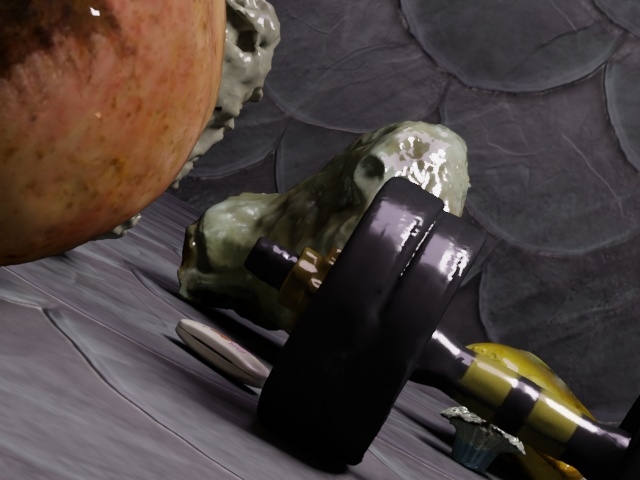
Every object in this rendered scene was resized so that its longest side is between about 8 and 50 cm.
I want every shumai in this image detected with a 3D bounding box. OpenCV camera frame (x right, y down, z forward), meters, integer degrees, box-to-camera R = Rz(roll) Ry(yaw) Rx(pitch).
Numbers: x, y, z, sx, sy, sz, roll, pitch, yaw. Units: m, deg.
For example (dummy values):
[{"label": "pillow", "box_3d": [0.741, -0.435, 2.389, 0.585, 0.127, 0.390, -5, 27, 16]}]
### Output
[{"label": "shumai", "box_3d": [0.000, 0.000, 1.398, 0.222, 0.260, 0.225, 25, 34, -2]}]

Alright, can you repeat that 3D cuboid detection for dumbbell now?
[{"label": "dumbbell", "box_3d": [0.123, 0.104, 1.015, 0.388, 0.185, 0.185, 30, 1, 6]}]

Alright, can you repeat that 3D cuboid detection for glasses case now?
[{"label": "glasses case", "box_3d": [-0.068, 0.079, 1.138, 0.083, 0.021, 0.032, 31, 0, 32]}]

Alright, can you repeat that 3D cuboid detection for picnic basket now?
[{"label": "picnic basket", "box_3d": [0.144, 0.161, 1.414, 0.083, 0.083, 0.065, 28, 6, 9]}]

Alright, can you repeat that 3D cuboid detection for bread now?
[{"label": "bread", "box_3d": [0.205, 0.177, 1.565, 0.161, 0.088, 0.233, 44, -6, 42]}]

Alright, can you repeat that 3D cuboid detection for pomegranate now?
[{"label": "pomegranate", "box_3d": [-0.205, -0.140, 0.921, 0.322, 0.322, 0.322, 30, 1, -1]}]

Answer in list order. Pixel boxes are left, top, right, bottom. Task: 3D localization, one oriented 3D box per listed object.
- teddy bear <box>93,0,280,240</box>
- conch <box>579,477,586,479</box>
[{"label": "teddy bear", "box_3d": [-0.264, -0.139, 1.227, 0.368, 0.224, 0.357, 28, -17, -25]}, {"label": "conch", "box_3d": [0.265, 0.242, 1.299, 0.155, 0.130, 0.207, -3, 32, -8]}]
